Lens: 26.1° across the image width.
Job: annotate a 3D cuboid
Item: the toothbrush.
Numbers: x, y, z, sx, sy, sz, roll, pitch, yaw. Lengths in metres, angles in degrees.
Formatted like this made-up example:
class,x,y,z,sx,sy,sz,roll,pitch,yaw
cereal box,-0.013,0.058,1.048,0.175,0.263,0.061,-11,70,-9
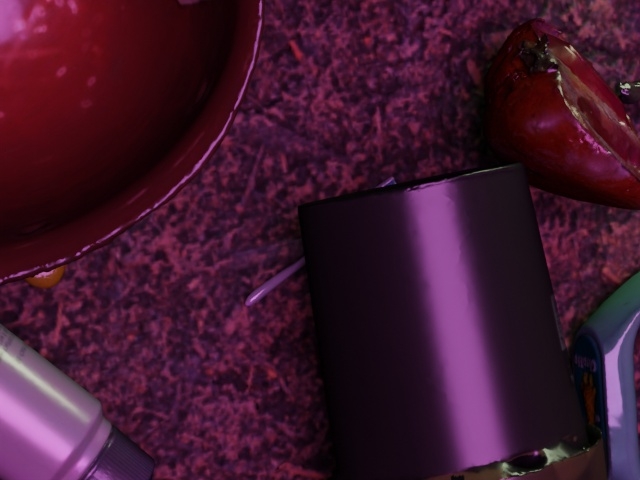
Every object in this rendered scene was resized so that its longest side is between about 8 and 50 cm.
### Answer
class,x,y,z,sx,sy,sz,roll,pitch,yaw
toothbrush,0.000,0.000,1.120,0.162,0.014,0.017,-37,81,-11

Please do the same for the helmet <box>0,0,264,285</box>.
class,x,y,z,sx,sy,sz,roll,pitch,yaw
helmet,-0.237,-0.150,0.939,0.385,0.230,0.337,-45,103,-3

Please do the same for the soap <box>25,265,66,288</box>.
class,x,y,z,sx,sy,sz,roll,pitch,yaw
soap,-0.204,-0.007,1.061,0.034,0.012,0.089,19,86,-15

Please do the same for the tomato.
class,x,y,z,sx,sy,sz,roll,pitch,yaw
tomato,0.192,-0.081,1.105,0.099,0.189,0.173,-35,130,22

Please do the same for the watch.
class,x,y,z,sx,sy,sz,roll,pitch,yaw
watch,0.312,0.125,1.180,0.195,0.068,0.237,-8,94,-16

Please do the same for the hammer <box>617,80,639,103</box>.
class,x,y,z,sx,sy,sz,roll,pitch,yaw
hammer,0.285,-0.269,1.188,0.125,0.027,0.297,-14,94,-15

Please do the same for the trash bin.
class,x,y,z,sx,sy,sz,roll,pitch,yaw
trash bin,0.096,0.119,1.044,0.214,0.214,0.334,-14,94,-15

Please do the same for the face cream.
class,x,y,z,sx,sy,sz,roll,pitch,yaw
face cream,-0.231,0.121,1.016,0.311,0.092,0.092,39,81,-12
